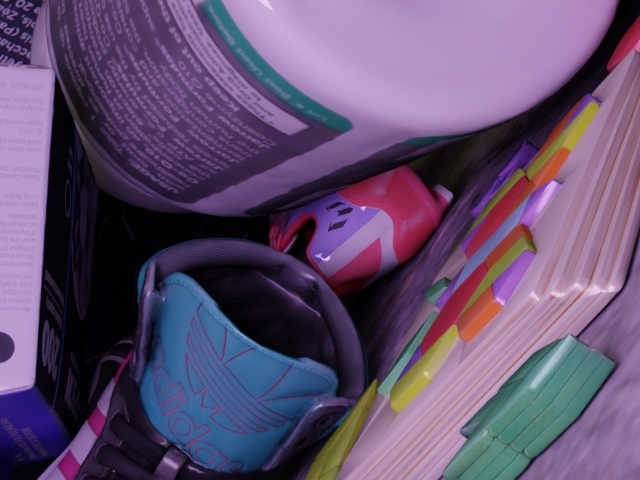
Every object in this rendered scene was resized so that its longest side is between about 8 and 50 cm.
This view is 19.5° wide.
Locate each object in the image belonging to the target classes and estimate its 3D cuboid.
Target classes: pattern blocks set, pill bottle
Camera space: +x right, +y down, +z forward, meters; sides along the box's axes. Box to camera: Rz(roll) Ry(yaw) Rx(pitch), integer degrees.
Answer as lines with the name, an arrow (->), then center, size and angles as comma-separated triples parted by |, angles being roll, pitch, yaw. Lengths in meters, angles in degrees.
pattern blocks set -> 0.071, 0.011, 0.692 | 0.285, 0.026, 0.325 | -52, 5, 24
pill bottle -> -0.020, -0.122, 0.929 | 0.204, 0.204, 0.361 | -55, 14, -20

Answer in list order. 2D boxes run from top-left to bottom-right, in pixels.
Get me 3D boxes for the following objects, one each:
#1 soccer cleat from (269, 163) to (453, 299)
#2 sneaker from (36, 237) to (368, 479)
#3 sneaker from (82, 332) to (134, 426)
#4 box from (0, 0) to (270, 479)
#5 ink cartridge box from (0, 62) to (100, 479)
soccer cleat -> 0.000, 0.000, 1.127 | 0.095, 0.083, 0.248 | -39, 5, -18
sneaker -> -0.068, 0.106, 0.870 | 0.295, 0.124, 0.178 | -61, 2, -42
sneaker -> -0.088, 0.126, 1.128 | 0.162, 0.106, 0.281 | -61, -6, 22
box -> -0.243, 0.006, 1.310 | 0.472, 0.297, 0.480 | -57, -17, -31
ink cartridge box -> -0.146, 0.043, 0.925 | 0.206, 0.045, 0.208 | 95, 179, -75
